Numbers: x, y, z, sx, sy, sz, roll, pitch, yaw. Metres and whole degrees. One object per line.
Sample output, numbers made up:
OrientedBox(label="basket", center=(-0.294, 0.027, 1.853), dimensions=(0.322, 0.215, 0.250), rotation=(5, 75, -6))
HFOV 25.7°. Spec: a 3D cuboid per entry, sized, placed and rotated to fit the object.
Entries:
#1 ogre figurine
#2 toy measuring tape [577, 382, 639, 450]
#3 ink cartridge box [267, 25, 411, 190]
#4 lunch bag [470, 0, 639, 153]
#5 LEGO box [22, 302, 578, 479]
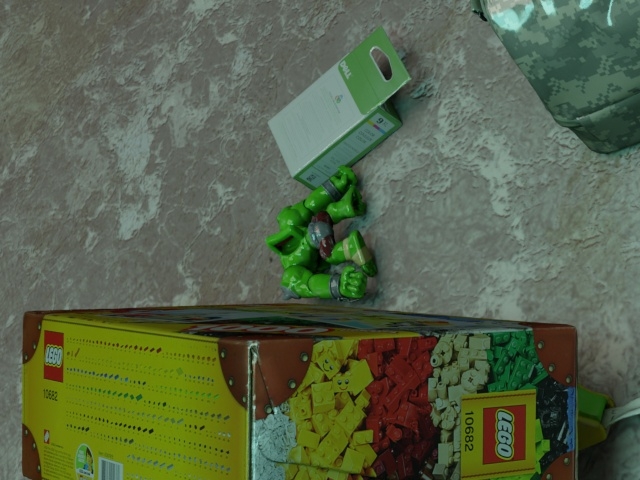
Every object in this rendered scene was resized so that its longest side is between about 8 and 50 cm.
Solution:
OrientedBox(label="ogre figurine", center=(0.000, 0.000, 1.784), dimensions=(0.118, 0.097, 0.197), rotation=(-19, 70, 19))
OrientedBox(label="toy measuring tape", center=(0.264, 0.154, 1.468), dimensions=(0.330, 0.121, 0.121), rotation=(-29, 55, 31))
OrientedBox(label="ink cartridge box", center=(0.037, -0.172, 1.850), dimensions=(0.209, 0.062, 0.109), rotation=(-39, 51, 20))
OrientedBox(label="lunch bag", center=(0.347, -0.263, 1.500), dimensions=(0.305, 0.256, 0.212), rotation=(-21, 59, 31))
OrientedBox(label="LEGO box", center=(-0.042, 0.173, 1.449), dimensions=(0.500, 0.373, 0.193), rotation=(1, 91, 56))
